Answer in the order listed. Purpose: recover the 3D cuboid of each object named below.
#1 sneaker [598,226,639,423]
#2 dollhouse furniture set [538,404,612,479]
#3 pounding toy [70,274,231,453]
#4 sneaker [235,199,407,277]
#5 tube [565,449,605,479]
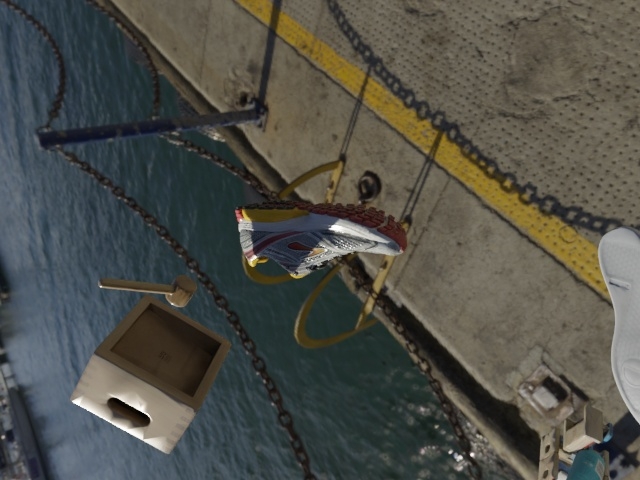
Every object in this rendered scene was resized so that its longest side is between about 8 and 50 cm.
[{"bbox_3d":[0.509,0.128,0.766,0.104,0.146,0.296,-31,57,59],"label":"sneaker"},{"bbox_3d":[0.577,0.474,1.121,0.129,0.129,0.184,25,137,5],"label":"dollhouse furniture set"},{"bbox_3d":[-0.215,0.128,0.655,0.181,0.206,0.094,32,114,-6],"label":"pounding toy"},{"bbox_3d":[0.000,0.000,0.650,0.225,0.088,0.093,4,103,28],"label":"sneaker"},{"bbox_3d":[0.460,0.441,0.916,0.080,0.207,0.052,46,120,19],"label":"tube"}]
